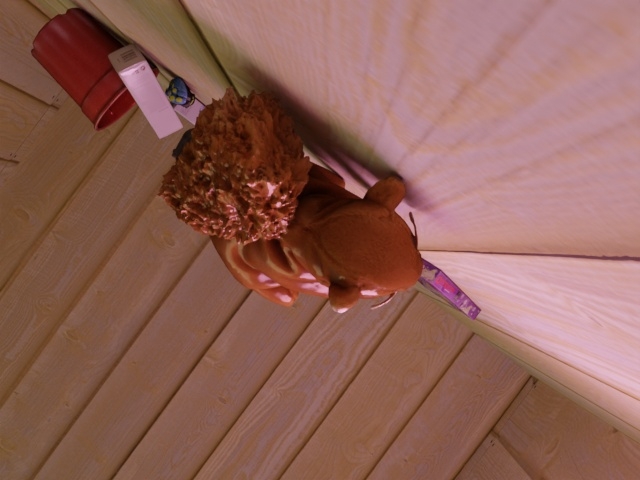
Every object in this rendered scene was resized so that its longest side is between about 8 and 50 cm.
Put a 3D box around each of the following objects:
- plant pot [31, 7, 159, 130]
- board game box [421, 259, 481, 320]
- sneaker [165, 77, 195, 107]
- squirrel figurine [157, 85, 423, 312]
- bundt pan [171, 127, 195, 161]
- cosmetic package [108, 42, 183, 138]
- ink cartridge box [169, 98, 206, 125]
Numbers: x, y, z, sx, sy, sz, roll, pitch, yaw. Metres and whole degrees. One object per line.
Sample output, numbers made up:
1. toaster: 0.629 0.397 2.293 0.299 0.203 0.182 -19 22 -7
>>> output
1. plant pot: -0.688 -0.524 1.385 0.265 0.272 0.272 44 178 -17
2. board game box: 0.336 0.121 1.374 0.346 0.056 0.208 36 -176 -47
3. sneaker: -0.384 -0.410 1.280 0.078 0.067 0.188 23 -170 -30
4. squirrel figurine: -0.044 -0.029 0.696 0.396 0.281 0.370 34 175 -32
5. bundt pan: -0.378 -0.324 1.718 0.330 0.124 0.331 23 -161 -8
6. cosmetic package: -0.484 -0.413 1.280 0.117 0.085 0.231 53 168 35
7. ink cartridge box: -0.404 -0.413 1.514 0.175 0.072 0.127 36 -179 -32
